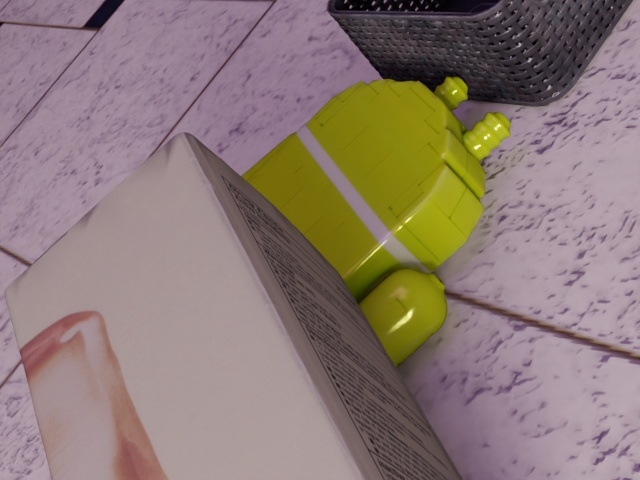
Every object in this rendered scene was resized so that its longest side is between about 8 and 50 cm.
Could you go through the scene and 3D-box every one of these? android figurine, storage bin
[{"bbox_3d":[0.000,0.000,0.710,0.273,0.056,0.248,-43,33,4],"label":"android figurine"},{"bbox_3d":[0.106,-0.166,0.752,0.122,0.084,0.180,-54,34,-14],"label":"storage bin"}]

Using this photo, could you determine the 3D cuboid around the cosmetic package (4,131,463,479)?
[{"bbox_3d":[-0.020,0.109,0.483,0.129,0.153,0.296,-39,43,9],"label":"cosmetic package"}]
